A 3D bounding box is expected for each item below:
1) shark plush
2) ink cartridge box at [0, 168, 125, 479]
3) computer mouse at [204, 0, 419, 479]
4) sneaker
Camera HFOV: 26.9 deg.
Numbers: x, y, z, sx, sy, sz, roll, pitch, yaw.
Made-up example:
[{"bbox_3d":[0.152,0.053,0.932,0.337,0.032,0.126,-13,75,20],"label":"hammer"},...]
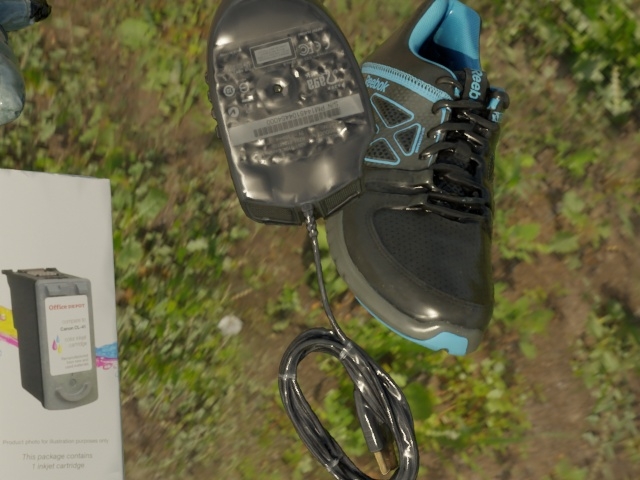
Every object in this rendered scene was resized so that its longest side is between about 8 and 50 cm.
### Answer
[{"bbox_3d":[-0.139,-0.083,0.532,0.067,0.161,0.073,-2,111,0],"label":"shark plush"},{"bbox_3d":[-0.274,0.115,1.137,0.131,0.226,0.306,4,74,-37],"label":"ink cartridge box"},{"bbox_3d":[0.000,0.000,0.610,0.071,0.041,0.242,-12,94,3],"label":"computer mouse"},{"bbox_3d":[0.083,-0.063,1.056,0.125,0.140,0.341,19,40,-25],"label":"sneaker"}]
